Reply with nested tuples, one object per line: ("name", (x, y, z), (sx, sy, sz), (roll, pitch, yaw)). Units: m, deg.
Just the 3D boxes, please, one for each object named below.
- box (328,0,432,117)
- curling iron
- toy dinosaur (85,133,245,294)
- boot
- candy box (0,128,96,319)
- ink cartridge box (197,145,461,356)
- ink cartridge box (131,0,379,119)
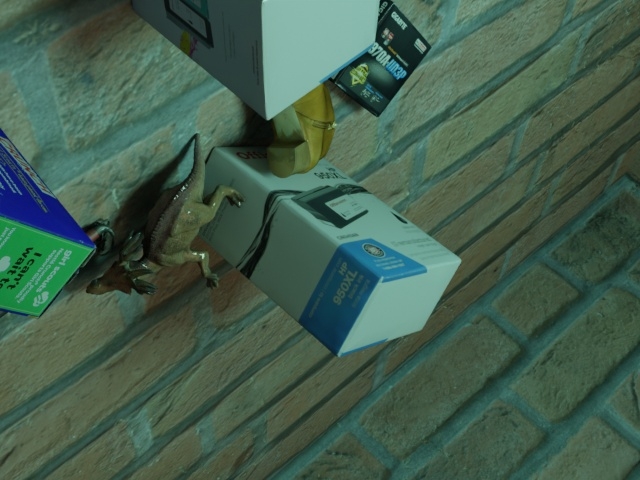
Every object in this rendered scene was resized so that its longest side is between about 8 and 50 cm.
("box", (0.104, -0.338, 1.733), (0.175, 0.051, 0.220), (-53, 155, 7))
("curling iron", (-0.425, 0.062, 1.438), (0.274, 0.035, 0.068), (-40, 154, -20))
("toy dinosaur", (-0.243, -0.020, 1.500), (0.200, 0.127, 0.296), (-4, 121, -57))
("boot", (-0.032, -0.259, 1.583), (0.211, 0.104, 0.295), (-48, 144, -65))
("candy box", (-0.425, -0.068, 0.975), (0.122, 0.268, 0.317), (-48, 155, 7))
("ink cartridge box", (0.000, 0.000, 1.633), (0.285, 0.395, 0.166), (-9, 131, -55))
("ink cartridge box", (-0.088, -0.333, 1.158), (0.198, 0.270, 0.197), (-38, 154, -24))
